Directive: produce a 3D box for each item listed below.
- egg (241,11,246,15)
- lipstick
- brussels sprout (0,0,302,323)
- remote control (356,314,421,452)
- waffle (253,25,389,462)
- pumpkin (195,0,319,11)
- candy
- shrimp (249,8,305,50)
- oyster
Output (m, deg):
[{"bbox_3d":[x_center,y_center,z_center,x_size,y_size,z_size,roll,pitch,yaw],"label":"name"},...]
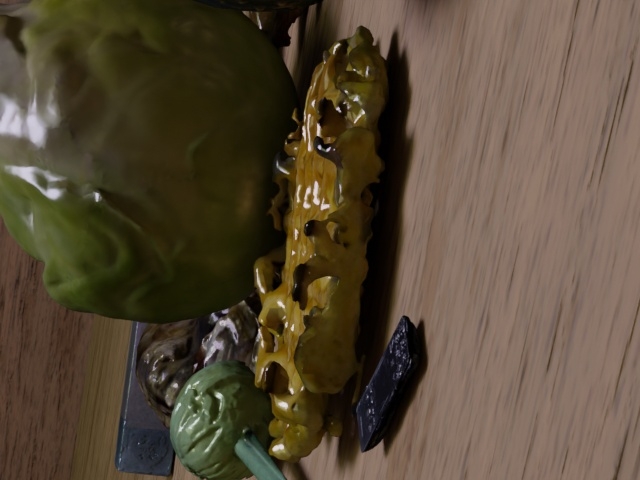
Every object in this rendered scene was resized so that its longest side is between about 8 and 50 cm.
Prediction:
[{"bbox_3d":[-0.123,-0.157,1.536,0.192,0.149,0.149,-108,27,-51],"label":"egg"},{"bbox_3d":[-0.192,0.117,1.909,0.068,0.066,0.317,-167,85,-79],"label":"lipstick"},{"bbox_3d":[-0.147,-0.079,1.295,0.316,0.274,0.242,44,139,17],"label":"brussels sprout"},{"bbox_3d":[0.041,0.085,0.937,0.096,0.014,0.039,111,162,-46],"label":"remote control"},{"bbox_3d":[-0.003,0.000,1.084,0.280,0.060,0.262,-90,11,-45],"label":"waffle"},{"bbox_3d":[-0.034,-0.304,0.957,0.291,0.258,0.327,150,122,-67],"label":"pumpkin"},{"bbox_3d":[-0.038,0.169,1.172,0.092,0.093,0.335,56,171,-20],"label":"candy"},{"bbox_3d":[-0.029,-0.242,1.374,0.132,0.052,0.187,-146,67,-77],"label":"shrimp"},{"bbox_3d":[-0.108,0.094,1.488,0.294,0.094,0.166,148,137,-68],"label":"oyster"}]
